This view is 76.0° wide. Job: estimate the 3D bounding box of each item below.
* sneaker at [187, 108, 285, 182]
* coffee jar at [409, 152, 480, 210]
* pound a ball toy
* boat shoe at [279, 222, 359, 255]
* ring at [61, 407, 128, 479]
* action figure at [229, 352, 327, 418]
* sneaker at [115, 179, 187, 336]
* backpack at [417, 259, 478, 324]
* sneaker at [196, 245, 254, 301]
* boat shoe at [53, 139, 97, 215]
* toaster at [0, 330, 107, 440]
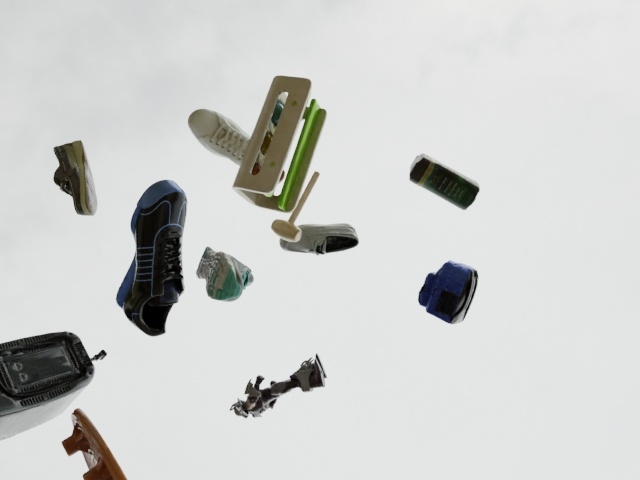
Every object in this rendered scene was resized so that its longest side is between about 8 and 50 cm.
[{"bbox_3d":[-0.207,-0.249,1.078,0.290,0.123,0.106,35,-103,-25],"label":"sneaker"},{"bbox_3d":[0.324,-0.159,1.090,0.184,0.096,0.079,28,-62,-1],"label":"coffee jar"},{"bbox_3d":[-0.092,-0.180,0.949,0.135,0.208,0.319,14,-101,22],"label":"pound a ball toy"},{"bbox_3d":[0.001,0.001,1.149,0.227,0.079,0.081,-8,-148,-14],"label":"boat shoe"},{"bbox_3d":[-0.219,0.351,0.464,0.032,0.337,0.336,-25,-118,-40],"label":"ring"},{"bbox_3d":[-0.123,0.416,1.141,0.285,0.185,0.099,-25,-110,0],"label":"action figure"},{"bbox_3d":[-0.230,0.032,0.599,0.090,0.081,0.232,34,-66,28],"label":"sneaker"},{"bbox_3d":[0.265,0.100,0.845,0.101,0.098,0.120,25,-83,27],"label":"backpack"},{"bbox_3d":[-0.128,0.050,0.599,0.166,0.076,0.065,28,-83,63],"label":"sneaker"},{"bbox_3d":[-0.368,-0.090,0.610,0.049,0.056,0.152,-15,-128,-20],"label":"boat shoe"},{"bbox_3d":[-0.517,0.255,0.723,0.146,0.227,0.129,-46,-108,24],"label":"toaster"}]
